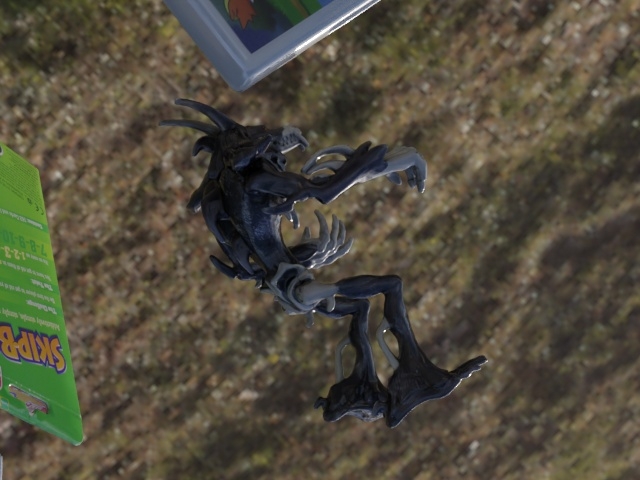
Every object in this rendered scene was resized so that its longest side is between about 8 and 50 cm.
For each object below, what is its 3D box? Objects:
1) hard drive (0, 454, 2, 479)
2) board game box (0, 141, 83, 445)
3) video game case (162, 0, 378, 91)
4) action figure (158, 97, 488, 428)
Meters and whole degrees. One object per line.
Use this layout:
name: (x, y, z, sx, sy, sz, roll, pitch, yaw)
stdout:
hard drive: (-0.418, 0.271, 0.966, 0.353, 0.047, 0.233, 4, 98, -36)
board game box: (-0.235, 0.024, 0.954, 0.039, 0.259, 0.124, -30, 144, 13)
video game case: (-0.045, -0.303, 0.899, 0.300, 0.329, 0.036, -37, 179, -28)
action figure: (0.000, 0.000, 0.969, 0.141, 0.276, 0.164, -33, 180, -33)
